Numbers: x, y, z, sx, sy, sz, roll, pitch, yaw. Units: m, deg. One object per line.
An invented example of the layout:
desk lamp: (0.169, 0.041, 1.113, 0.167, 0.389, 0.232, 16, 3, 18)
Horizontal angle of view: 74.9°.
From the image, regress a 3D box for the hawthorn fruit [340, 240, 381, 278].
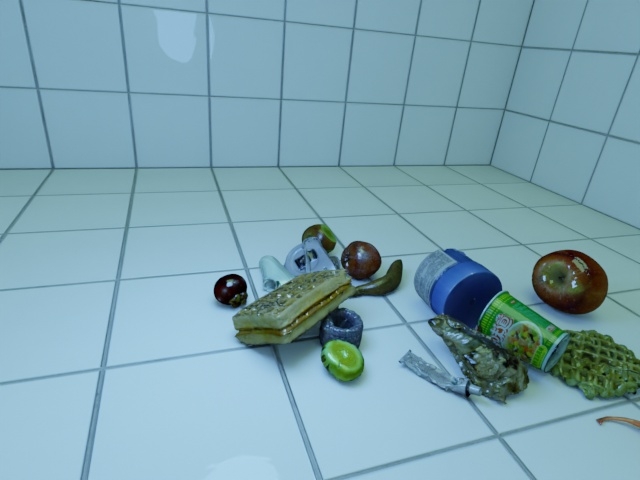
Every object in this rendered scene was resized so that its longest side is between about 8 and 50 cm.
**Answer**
hawthorn fruit: (0.178, 0.085, 1.786, 0.173, 0.172, 0.172, 4, 26, -2)

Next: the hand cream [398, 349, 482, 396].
hand cream: (0.366, 0.410, 1.278, 0.257, 0.050, 0.084, 17, 25, 36)

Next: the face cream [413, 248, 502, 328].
face cream: (0.506, 0.173, 1.566, 0.249, 0.248, 0.225, -4, 26, -18)

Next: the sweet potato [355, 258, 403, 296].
sweet potato: (0.259, 0.172, 1.722, 0.346, 0.079, 0.108, -25, 32, -35)

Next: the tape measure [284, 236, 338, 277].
tape measure: (-0.047, 0.101, 1.704, 0.197, 0.120, 0.236, -31, 55, -3)

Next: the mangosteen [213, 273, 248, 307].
mangosteen: (-0.319, 0.189, 1.531, 0.140, 0.139, 0.140, 4, 26, -2)

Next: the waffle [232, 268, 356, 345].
waffle: (-0.080, 0.217, 1.400, 0.261, 0.113, 0.376, -9, 13, 42)

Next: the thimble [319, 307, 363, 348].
thimble: (0.068, 0.298, 1.392, 0.150, 0.097, 0.150, 5, 25, -2)

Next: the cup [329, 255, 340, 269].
cup: (0.037, 0.112, 1.797, 0.099, 0.074, 0.102, -9, 29, -28)

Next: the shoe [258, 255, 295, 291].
shoe: (-0.198, 0.143, 1.671, 0.110, 0.095, 0.265, -24, 34, -31)

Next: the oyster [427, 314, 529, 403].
oyster: (0.496, 0.352, 1.332, 0.198, 0.132, 0.337, -7, 32, -41)

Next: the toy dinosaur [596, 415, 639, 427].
toy dinosaur: (0.918, 0.530, 1.136, 0.280, 0.055, 0.101, 8, 16, 9)

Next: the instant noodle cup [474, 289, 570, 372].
instant noodle cup: (0.664, 0.310, 1.374, 0.207, 0.206, 0.233, -16, 35, -37)

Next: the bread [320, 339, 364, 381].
bread: (0.066, 0.366, 1.274, 0.139, 0.071, 0.130, 22, 37, 9)

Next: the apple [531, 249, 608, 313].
apple: (1.009, 0.164, 1.691, 0.207, 0.251, 0.272, 11, 5, -31)

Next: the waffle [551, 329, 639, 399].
waffle: (0.898, 0.393, 1.383, 0.318, 0.073, 0.297, -5, 25, -11)

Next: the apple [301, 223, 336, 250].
apple: (-0.002, -0.005, 1.934, 0.147, 0.163, 0.146, -3, 67, -41)
